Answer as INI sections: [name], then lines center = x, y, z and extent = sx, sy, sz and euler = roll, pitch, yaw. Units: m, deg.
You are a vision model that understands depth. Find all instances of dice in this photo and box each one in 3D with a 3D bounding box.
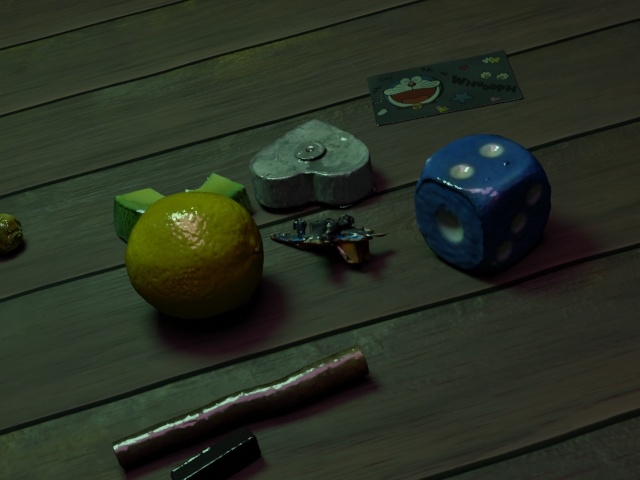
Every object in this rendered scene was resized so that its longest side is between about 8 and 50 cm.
[dice]
center = 0.221, -0.054, 1.655
extent = 0.146, 0.146, 0.143
euler = -33, 43, -25

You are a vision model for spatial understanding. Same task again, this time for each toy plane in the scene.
[toy plane]
center = 0.000, -0.012, 1.735
extent = 0.188, 0.062, 0.135
euler = 15, 16, 36

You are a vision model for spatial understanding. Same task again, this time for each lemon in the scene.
[lemon]
center = -0.175, 0.020, 1.653
extent = 0.203, 0.178, 0.178
euler = 0, 38, 18

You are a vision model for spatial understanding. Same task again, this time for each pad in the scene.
[pad]
center = 0.206, -0.261, 2.048
extent = 0.245, 0.006, 0.170
euler = -11, 36, 4

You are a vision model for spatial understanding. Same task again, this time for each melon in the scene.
[melon]
center = -0.212, -0.045, 1.845
extent = 0.209, 0.064, 0.118
euler = -16, 32, -8

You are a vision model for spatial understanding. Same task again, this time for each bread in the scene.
[bread]
center = -0.517, -0.012, 1.891
extent = 0.110, 0.060, 0.066
euler = 1, 54, 19

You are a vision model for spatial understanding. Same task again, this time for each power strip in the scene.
[power strip]
center = -0.124, 0.264, 1.431
extent = 0.111, 0.038, 0.029
euler = -29, 39, -22

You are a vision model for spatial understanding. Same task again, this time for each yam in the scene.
[yam]
center = -0.097, 0.207, 1.494
extent = 0.327, 0.045, 0.045
euler = -21, 69, -9

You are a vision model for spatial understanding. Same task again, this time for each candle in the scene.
[candle]
center = -0.010, -0.119, 1.874
extent = 0.192, 0.068, 0.168
euler = -3, 36, 6
